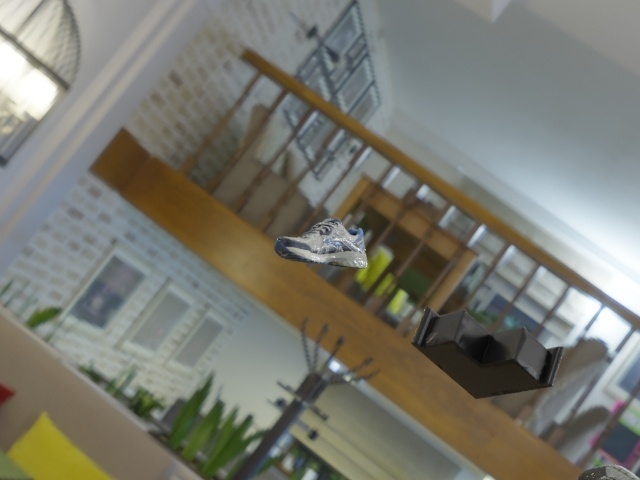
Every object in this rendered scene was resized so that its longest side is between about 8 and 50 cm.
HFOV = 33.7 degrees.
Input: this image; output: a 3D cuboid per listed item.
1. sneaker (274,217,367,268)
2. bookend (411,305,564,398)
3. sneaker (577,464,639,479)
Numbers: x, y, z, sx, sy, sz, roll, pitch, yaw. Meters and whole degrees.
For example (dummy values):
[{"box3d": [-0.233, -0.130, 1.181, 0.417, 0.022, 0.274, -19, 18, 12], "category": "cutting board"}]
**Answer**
[{"box3d": [0.000, 0.000, 1.260, 0.135, 0.058, 0.052, 7, -3, -43], "category": "sneaker"}, {"box3d": [0.250, 0.159, 1.586, 0.157, 0.072, 0.156, 40, -35, -22], "category": "bookend"}, {"box3d": [0.500, 0.431, 1.837, 0.132, 0.086, 0.229, 21, -8, -28], "category": "sneaker"}]
